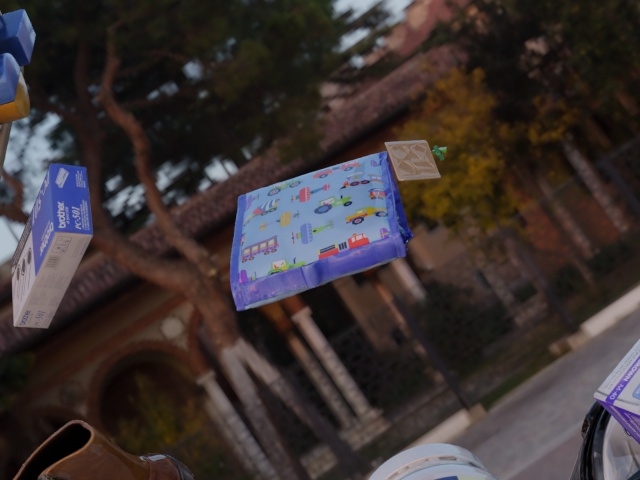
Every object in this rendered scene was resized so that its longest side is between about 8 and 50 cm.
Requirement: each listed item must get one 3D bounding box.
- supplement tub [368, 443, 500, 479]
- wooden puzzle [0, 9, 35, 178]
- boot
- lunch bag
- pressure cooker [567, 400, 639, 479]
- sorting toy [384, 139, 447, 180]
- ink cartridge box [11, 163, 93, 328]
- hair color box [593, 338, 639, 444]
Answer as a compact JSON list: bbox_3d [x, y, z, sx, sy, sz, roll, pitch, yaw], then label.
[{"bbox_3d":[0.187,0.451,1.656,0.235,0.235,0.325,-35,32,6],"label":"supplement tub"},{"bbox_3d":[-0.458,-0.292,1.670,0.080,0.348,0.322,-11,35,1],"label":"wooden puzzle"},{"bbox_3d":[-0.275,0.330,1.353,0.264,0.096,0.280,-44,-25,1],"label":"boot"},{"bbox_3d":[0.000,0.000,1.603,0.221,0.138,0.293,-17,13,8],"label":"lunch bag"},{"bbox_3d":[0.555,0.371,1.806,0.420,0.375,0.370,83,-154,-61],"label":"pressure cooker"},{"bbox_3d":[0.123,-0.097,1.499,0.083,0.062,0.012,-5,-34,-24],"label":"sorting toy"},{"bbox_3d":[-0.318,0.010,1.448,0.046,0.097,0.207,6,-37,-26],"label":"ink cartridge box"},{"bbox_3d":[0.428,0.142,1.144,0.185,0.110,0.339,-49,21,-10],"label":"hair color box"}]
